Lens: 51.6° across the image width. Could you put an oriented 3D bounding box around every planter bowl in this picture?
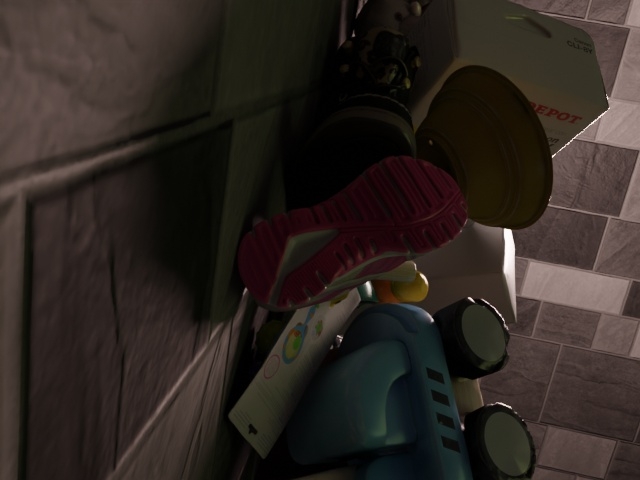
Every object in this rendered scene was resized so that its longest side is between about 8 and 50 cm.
[{"bbox_3d":[0.175,-0.097,0.819,0.217,0.090,0.217,52,-24,34],"label":"planter bowl"}]

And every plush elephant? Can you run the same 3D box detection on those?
[{"bbox_3d":[0.177,-0.375,1.181,0.255,0.330,0.271,-24,126,-47],"label":"plush elephant"}]

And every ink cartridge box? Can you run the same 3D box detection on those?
[{"bbox_3d":[0.230,-0.198,1.109,0.384,0.279,0.160,130,-33,-53],"label":"ink cartridge box"}]

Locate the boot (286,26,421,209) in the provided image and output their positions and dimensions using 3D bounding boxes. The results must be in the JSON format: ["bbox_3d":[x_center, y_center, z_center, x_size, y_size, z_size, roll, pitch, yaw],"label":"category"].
[{"bbox_3d":[0.056,-0.153,0.853,0.377,0.138,0.284,98,6,-69],"label":"boot"}]

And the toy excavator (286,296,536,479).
[{"bbox_3d":[0.034,0.283,0.802,0.222,0.446,0.432,-37,-126,49],"label":"toy excavator"}]

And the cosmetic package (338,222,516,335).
[{"bbox_3d":[0.193,0.058,1.343,0.217,0.385,0.156,-72,149,-44],"label":"cosmetic package"}]

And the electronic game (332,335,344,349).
[{"bbox_3d":[0.059,0.271,1.457,0.048,0.229,0.229,-48,-175,19],"label":"electronic game"}]

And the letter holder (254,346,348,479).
[{"bbox_3d":[0.047,0.331,1.138,0.152,0.215,0.301,62,23,-24],"label":"letter holder"}]

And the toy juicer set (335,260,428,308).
[{"bbox_3d":[0.056,0.080,0.971,0.329,0.209,0.089,73,20,-81],"label":"toy juicer set"}]

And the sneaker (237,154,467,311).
[{"bbox_3d":[0.028,-0.004,0.657,0.102,0.252,0.111,67,-20,9],"label":"sneaker"}]

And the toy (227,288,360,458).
[{"bbox_3d":[-0.037,0.120,0.777,0.237,0.056,0.136,-54,148,-24],"label":"toy"}]
